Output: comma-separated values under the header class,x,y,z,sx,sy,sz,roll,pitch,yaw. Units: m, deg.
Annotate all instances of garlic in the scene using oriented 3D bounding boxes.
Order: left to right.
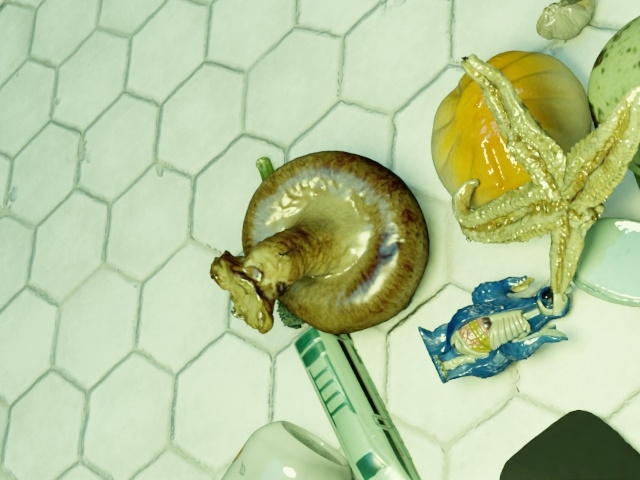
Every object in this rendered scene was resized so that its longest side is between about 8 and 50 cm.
class,x,y,z,sx,sy,sz,roll,pitch,yaw
garlic,0.427,-0.389,2.092,0.113,0.094,0.074,-40,91,12

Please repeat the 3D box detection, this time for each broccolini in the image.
class,x,y,z,sx,sy,sz,roll,pitch,yaw
broccolini,-0.087,-0.004,2.338,0.079,0.074,0.392,-30,56,17

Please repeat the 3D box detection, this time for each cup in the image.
class,x,y,z,sx,sy,sz,roll,pitch,yaw
cup,-0.094,0.475,2.043,0.212,0.212,0.317,34,93,42

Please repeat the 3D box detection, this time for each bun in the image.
class,x,y,z,sx,sy,sz,roll,pitch,yaw
bun,0.307,-0.197,2.047,0.299,0.165,0.298,-16,62,32

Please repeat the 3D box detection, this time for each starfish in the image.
class,x,y,z,sx,sy,sz,roll,pitch,yaw
starfish,0.331,-0.123,1.816,0.082,0.432,0.324,-31,56,-30

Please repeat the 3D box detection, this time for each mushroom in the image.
class,x,y,z,sx,sy,sz,roll,pitch,yaw
mushroom,-0.007,-0.010,2.086,0.334,0.356,0.331,-48,47,9

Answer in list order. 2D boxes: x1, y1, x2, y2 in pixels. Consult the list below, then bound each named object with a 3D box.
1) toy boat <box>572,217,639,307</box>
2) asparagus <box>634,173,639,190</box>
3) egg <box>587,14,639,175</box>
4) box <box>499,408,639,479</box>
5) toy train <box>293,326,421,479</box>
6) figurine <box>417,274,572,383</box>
class,x,y,z,sx,sy,sz,roll,pitch,yaw
toy boat,0.475,0.035,1.883,0.208,0.079,0.134,13,87,31
asparagus,0.505,-0.135,1.960,0.016,0.013,0.166,110,155,-56
egg,0.576,-0.210,1.749,0.379,0.288,0.287,5,74,41
box,0.380,0.361,1.770,0.201,0.042,0.212,-34,49,-15
toy train,0.069,0.318,2.065,0.086,0.088,0.407,-41,52,17
figurine,0.291,0.146,1.953,0.262,0.120,0.164,-19,47,17
